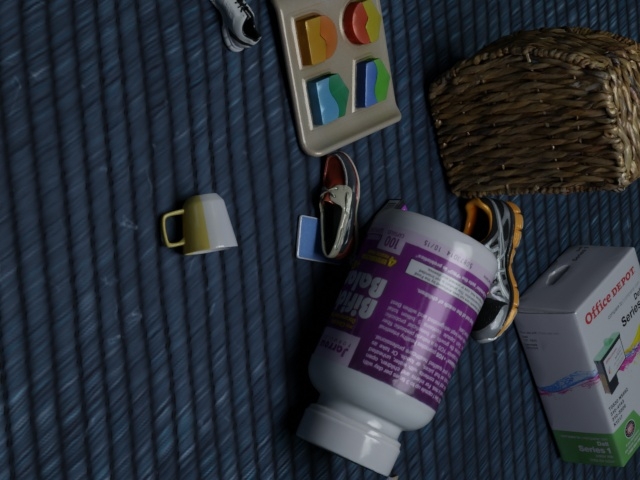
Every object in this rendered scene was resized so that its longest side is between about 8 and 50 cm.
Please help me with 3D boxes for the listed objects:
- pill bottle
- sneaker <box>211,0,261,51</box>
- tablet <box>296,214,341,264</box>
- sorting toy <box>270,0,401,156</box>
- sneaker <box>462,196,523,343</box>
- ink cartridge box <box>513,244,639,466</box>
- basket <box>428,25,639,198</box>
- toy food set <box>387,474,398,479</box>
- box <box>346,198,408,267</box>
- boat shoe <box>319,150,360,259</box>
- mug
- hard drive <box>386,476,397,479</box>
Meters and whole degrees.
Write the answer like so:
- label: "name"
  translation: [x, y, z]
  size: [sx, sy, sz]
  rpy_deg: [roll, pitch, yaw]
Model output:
- label: "pill bottle"
  translation: [0.086, 0.126, 1.705]
  size: [0.169, 0.169, 0.301]
  rpy_deg: [33, 78, -43]
- label: "sneaker"
  translation: [-0.099, -0.273, 1.611]
  size: [0.040, 0.044, 0.109]
  rpy_deg: [-39, 116, -38]
- label: "tablet"
  translation: [0.000, 0.000, 1.746]
  size: [0.083, 0.006, 0.054]
  rpy_deg: [10, 82, -46]
- label: "sorting toy"
  translation: [0.028, -0.228, 1.753]
  size: [0.193, 0.038, 0.208]
  rpy_deg: [-27, 110, -44]
- label: "sneaker"
  translation: [0.225, 0.038, 1.945]
  size: [0.083, 0.084, 0.215]
  rpy_deg: [24, 63, -42]
- label: "ink cartridge box"
  translation: [0.422, 0.172, 2.127]
  size: [0.201, 0.117, 0.278]
  rpy_deg: [-40, 118, -40]
- label: "basket"
  translation: [0.326, -0.191, 1.890]
  size: [0.223, 0.299, 0.213]
  rpy_deg: [-28, 109, -42]
- label: "toy food set"
  translation: [0.094, 0.379, 1.838]
  size: [0.078, 0.019, 0.122]
  rpy_deg: [-24, 107, -45]
- label: "box"
  translation: [0.099, 0.043, 1.838]
  size: [0.116, 0.029, 0.162]
  rpy_deg: [-47, 124, -36]
- label: "boat shoe"
  translation: [0.019, -0.044, 1.732]
  size: [0.043, 0.049, 0.137]
  rpy_deg: [1, 85, -46]
- label: "mug"
  translation: [-0.133, -0.019, 1.562]
  size: [0.078, 0.062, 0.064]
  rpy_deg: [-6, 87, -54]
- label: "hard drive"
  translation: [0.060, 0.484, 1.666]
  size: [0.353, 0.047, 0.233]
  rpy_deg: [-62, 145, -16]
